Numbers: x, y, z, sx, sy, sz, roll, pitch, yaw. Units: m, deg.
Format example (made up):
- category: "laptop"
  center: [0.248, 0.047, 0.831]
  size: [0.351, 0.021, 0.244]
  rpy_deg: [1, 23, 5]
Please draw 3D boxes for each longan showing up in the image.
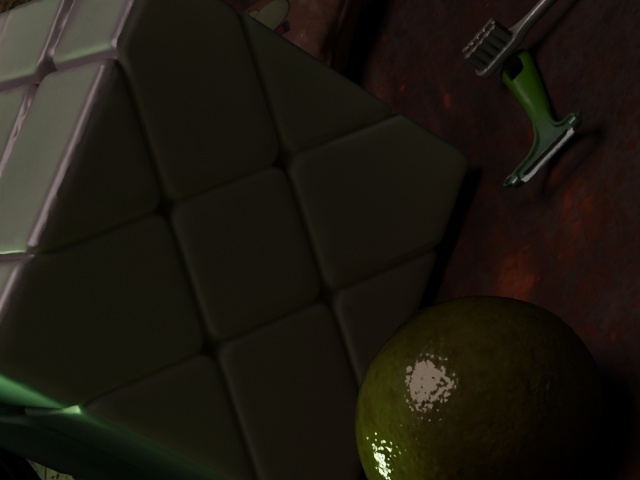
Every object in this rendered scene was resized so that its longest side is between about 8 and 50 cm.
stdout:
- category: "longan"
  center: [0.103, 0.117, 1.180]
  size: [0.145, 0.176, 0.154]
  rpy_deg: [-28, -20, -34]

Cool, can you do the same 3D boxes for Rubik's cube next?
- category: "Rubik's cube"
  center: [-0.133, 0.016, 1.461]
  size: [0.316, 0.322, 0.318]
  rpy_deg: [-8, 58, 57]

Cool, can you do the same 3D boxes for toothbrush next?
- category: "toothbrush"
  center: [0.227, -0.250, 1.427]
  size: [0.342, 0.030, 0.025]
  rpy_deg: [-46, 26, 18]

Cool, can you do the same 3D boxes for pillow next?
- category: "pillow"
  center: [-0.048, -0.149, 1.761]
  size: [0.236, 0.084, 0.223]
  rpy_deg: [-12, 52, 53]

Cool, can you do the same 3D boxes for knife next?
- category: "knife"
  center: [0.155, -0.094, 1.412]
  size: [0.078, 0.022, 0.166]
  rpy_deg: [-42, 23, 17]

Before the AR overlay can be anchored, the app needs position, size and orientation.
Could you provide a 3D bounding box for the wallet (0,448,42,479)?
- category: "wallet"
  center: [-0.288, 0.226, 1.701]
  size: [0.042, 0.195, 0.161]
  rpy_deg: [-43, 16, -28]
